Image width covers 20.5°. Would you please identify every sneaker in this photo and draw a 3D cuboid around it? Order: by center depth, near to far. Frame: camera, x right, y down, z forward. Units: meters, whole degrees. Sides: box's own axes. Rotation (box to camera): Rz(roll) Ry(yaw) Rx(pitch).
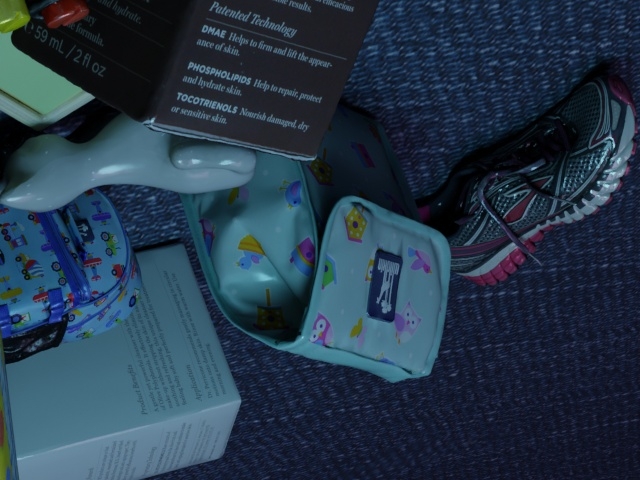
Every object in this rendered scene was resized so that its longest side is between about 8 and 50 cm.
[{"bbox_3d":[0.214,-0.061,1.844,0.112,0.120,0.299,22,128,-30],"label":"sneaker"}]

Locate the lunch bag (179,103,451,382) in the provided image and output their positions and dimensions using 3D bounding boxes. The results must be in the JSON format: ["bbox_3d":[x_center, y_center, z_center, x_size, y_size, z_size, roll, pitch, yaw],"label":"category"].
[{"bbox_3d":[0.000,0.000,1.609,0.160,0.262,0.223,-34,152,23],"label":"lunch bag"}]

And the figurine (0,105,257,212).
[{"bbox_3d":[-0.175,-0.068,1.435,0.210,0.092,0.215,-15,-172,-13],"label":"figurine"}]

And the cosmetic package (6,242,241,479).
[{"bbox_3d":[-0.286,0.149,1.746,0.366,0.197,0.155,-12,154,-18],"label":"cosmetic package"}]

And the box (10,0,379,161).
[{"bbox_3d":[-0.073,-0.184,1.203,0.167,0.168,0.203,9,107,-48],"label":"box"}]

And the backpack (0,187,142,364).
[{"bbox_3d":[-0.242,0.016,1.562,0.173,0.158,0.117,-15,161,-22],"label":"backpack"}]

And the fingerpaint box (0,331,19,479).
[{"bbox_3d":[-0.418,0.111,1.291,0.371,0.163,0.444,-3,125,-6],"label":"fingerpaint box"}]

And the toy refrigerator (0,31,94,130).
[{"bbox_3d":[-0.245,-0.174,1.259,0.102,0.094,0.269,-29,154,14],"label":"toy refrigerator"}]

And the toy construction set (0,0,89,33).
[{"bbox_3d":[-0.211,-0.181,1.018,0.328,0.151,0.215,-7,176,-3],"label":"toy construction set"}]
